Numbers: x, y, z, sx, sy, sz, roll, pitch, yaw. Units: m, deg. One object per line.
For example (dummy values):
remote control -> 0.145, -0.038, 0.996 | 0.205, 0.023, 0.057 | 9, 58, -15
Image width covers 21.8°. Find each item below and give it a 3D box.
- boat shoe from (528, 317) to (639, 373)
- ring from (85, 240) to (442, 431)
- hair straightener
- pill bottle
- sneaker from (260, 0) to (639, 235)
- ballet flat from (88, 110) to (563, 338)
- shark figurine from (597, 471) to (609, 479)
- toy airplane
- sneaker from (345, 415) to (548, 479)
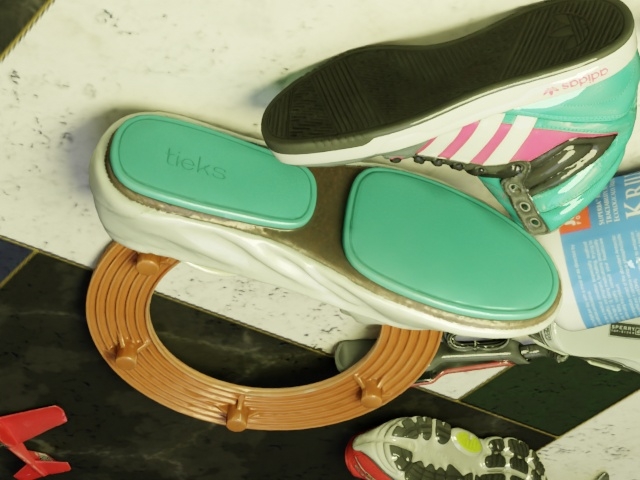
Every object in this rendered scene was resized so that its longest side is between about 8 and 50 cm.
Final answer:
boat shoe -> 0.290, 0.087, 1.600 | 0.219, 0.078, 0.070 | 15, 175, -29
ring -> -0.052, 0.080, 1.549 | 0.336, 0.032, 0.337 | 1, 138, 1
hair straightener -> 0.126, 0.108, 1.622 | 0.230, 0.047, 0.089 | -3, 144, 10
pill bottle -> 0.250, 0.009, 1.433 | 0.221, 0.124, 0.124 | -14, 143, 14
sneaker -> 0.116, -0.076, 1.314 | 0.295, 0.124, 0.178 | -13, 134, 12
ballet flat -> 0.000, 0.000, 1.381 | 0.400, 0.139, 0.139 | 17, 141, -7
shark figurine -> 0.315, 0.327, 1.882 | 0.166, 0.278, 0.116 | 18, 107, 18
toy airplane -> -0.324, 0.217, 1.762 | 0.151, 0.028, 0.151 | -1, 145, 0
sneaker -> 0.143, 0.258, 1.821 | 0.279, 0.107, 0.118 | 30, 152, -33
